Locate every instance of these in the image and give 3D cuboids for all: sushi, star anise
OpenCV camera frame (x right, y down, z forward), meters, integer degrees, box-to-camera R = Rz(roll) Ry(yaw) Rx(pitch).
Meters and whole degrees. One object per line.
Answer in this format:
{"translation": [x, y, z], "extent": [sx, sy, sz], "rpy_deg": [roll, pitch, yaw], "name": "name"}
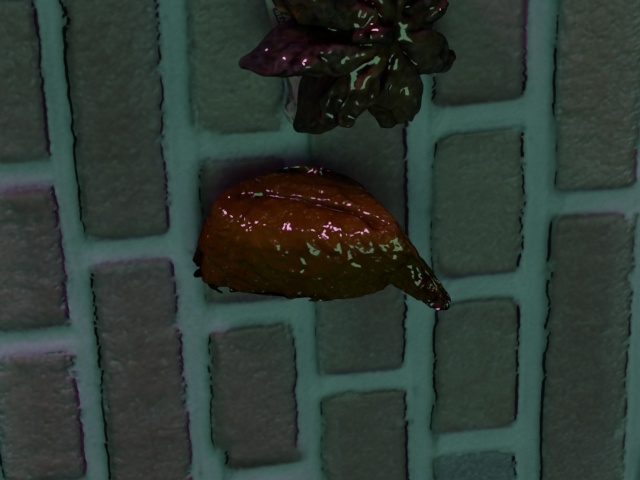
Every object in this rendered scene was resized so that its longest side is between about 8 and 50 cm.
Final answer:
{"translation": [0.000, 0.000, 1.974], "extent": [0.287, 0.149, 0.140], "rpy_deg": [3, 131, 11], "name": "sushi"}
{"translation": [0.042, -0.205, 1.850], "extent": [0.236, 0.109, 0.223], "rpy_deg": [-9, 114, -28], "name": "star anise"}

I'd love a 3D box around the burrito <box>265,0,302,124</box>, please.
{"translation": [-0.020, -0.202, 1.910], "extent": [0.064, 0.064, 0.203], "rpy_deg": [-10, 119, -4], "name": "burrito"}
